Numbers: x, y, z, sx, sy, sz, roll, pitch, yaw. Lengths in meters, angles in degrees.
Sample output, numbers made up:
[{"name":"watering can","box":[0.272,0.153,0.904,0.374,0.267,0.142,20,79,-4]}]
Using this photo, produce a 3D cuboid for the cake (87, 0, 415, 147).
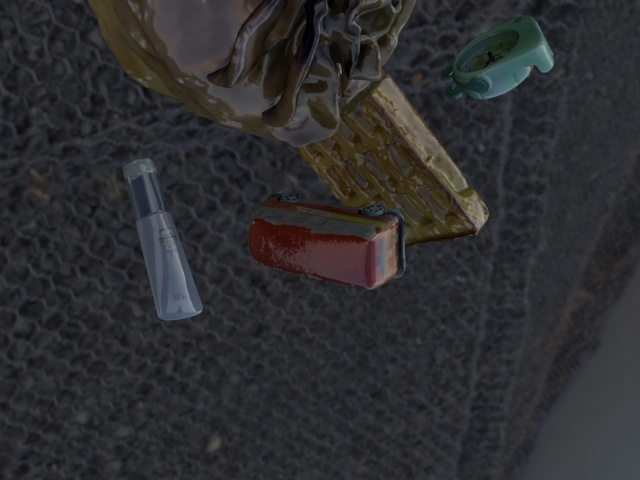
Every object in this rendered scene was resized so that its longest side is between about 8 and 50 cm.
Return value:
[{"name":"cake","box":[-0.018,-0.252,0.937,0.332,0.321,0.332,-12,111,-32]}]

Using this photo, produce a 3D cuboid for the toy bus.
[{"name":"toy bus","box":[0.000,0.000,1.708,0.120,0.265,0.121,-37,132,-51]}]

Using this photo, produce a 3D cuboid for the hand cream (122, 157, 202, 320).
[{"name":"hand cream","box":[-0.244,-0.001,1.615,0.079,0.255,0.048,-9,167,-35]}]

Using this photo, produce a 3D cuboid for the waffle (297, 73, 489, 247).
[{"name":"waffle","box":[0.112,-0.112,1.830,0.077,0.304,0.348,-45,-167,-22]}]

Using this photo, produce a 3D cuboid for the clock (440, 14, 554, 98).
[{"name":"clock","box":[0.291,-0.298,1.775,0.189,0.148,0.060,-25,121,17]}]
